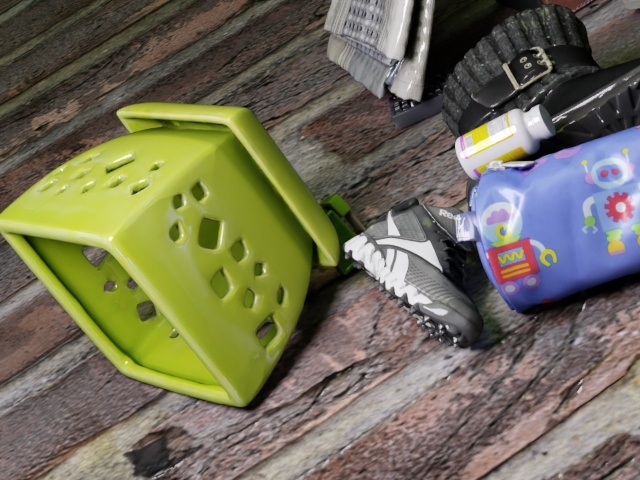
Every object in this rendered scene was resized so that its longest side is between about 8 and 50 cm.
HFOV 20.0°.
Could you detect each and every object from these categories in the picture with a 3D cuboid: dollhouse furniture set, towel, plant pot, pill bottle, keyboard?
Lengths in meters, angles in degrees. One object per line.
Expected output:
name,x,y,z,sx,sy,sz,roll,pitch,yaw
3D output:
dollhouse furniture set,0.000,0.000,1.846,0.076,0.058,0.152,-44,11,-14
towel,0.067,-0.333,2.058,0.056,0.324,0.312,2,14,-18
plant pot,-0.130,-0.002,1.715,0.228,0.227,0.207,7,51,51
pill bottle,0.164,-0.088,1.598,0.083,0.043,0.043,-26,26,23
keyboard,0.161,-0.175,2.002,0.180,0.023,0.108,-24,27,9

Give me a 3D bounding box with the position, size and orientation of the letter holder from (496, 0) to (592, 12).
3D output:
letter holder,0.260,-0.436,2.054,0.214,0.302,0.152,-32,27,-8

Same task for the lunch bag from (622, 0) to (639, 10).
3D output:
lunch bag,0.425,-0.375,1.867,0.287,0.235,0.169,2,34,46

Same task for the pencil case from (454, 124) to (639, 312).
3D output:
pencil case,0.271,-0.042,1.549,0.306,0.133,0.119,-20,1,14

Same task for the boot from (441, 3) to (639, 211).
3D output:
boot,0.276,-0.145,1.720,0.348,0.131,0.260,-22,27,13

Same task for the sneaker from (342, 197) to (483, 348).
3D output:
sneaker,0.100,0.017,1.640,0.106,0.078,0.234,-48,26,0
